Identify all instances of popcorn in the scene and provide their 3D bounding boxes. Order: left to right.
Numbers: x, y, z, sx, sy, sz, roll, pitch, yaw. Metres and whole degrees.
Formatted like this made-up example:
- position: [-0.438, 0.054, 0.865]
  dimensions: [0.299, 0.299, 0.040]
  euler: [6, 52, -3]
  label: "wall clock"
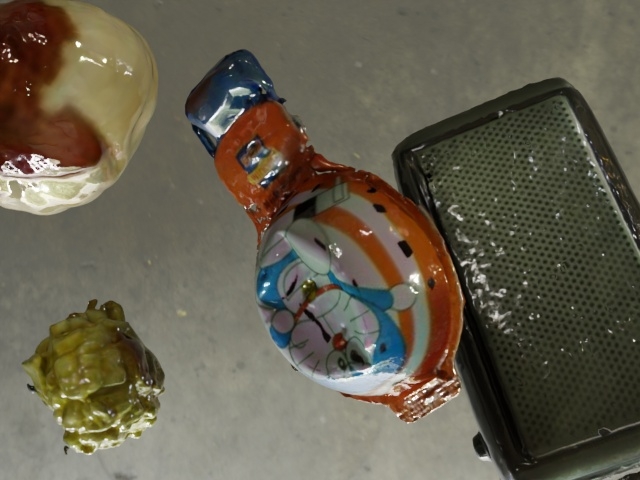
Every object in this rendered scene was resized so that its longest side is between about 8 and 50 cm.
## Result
- position: [-0.312, 0.193, 1.407]
  dimensions: [0.169, 0.218, 0.189]
  euler: [-35, 78, -10]
  label: "popcorn"

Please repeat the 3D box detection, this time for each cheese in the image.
- position: [0.000, 0.000, 0.826]
  dimensions: [0.129, 0.217, 0.329]
  euler: [-27, 81, -46]
  label: "cheese"

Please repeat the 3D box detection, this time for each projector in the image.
- position: [0.255, 0.089, 1.141]
  dimensions: [0.242, 0.405, 0.395]
  euler: [-21, 156, 8]
  label: "projector"

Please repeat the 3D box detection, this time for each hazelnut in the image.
- position: [-0.305, -0.170, 1.133]
  dimensions: [0.241, 0.261, 0.261]
  euler: [32, 97, 4]
  label: "hazelnut"
